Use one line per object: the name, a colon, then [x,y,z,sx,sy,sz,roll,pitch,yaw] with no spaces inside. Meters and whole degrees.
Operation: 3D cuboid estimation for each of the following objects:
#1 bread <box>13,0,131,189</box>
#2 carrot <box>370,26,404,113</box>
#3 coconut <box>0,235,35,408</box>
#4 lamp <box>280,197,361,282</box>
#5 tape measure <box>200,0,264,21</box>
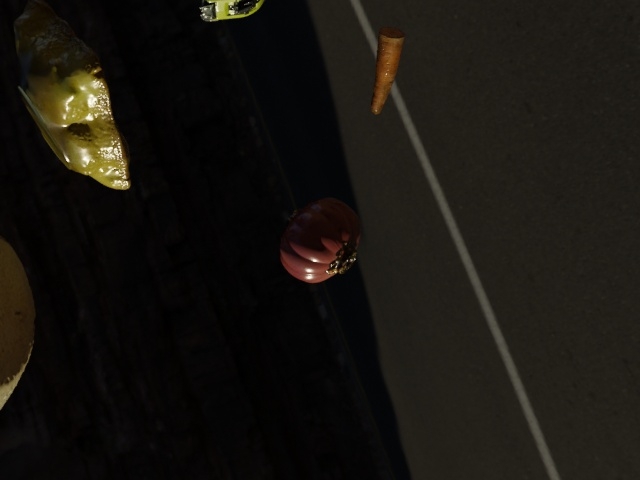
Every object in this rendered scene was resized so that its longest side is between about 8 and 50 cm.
bread: [-0.309,-0.162,0.780,0.160,0.088,0.233,50,158,28]
carrot: [0.151,-0.393,1.495,0.061,0.061,0.209,-124,32,-43]
coconut: [-0.615,0.133,0.844,0.415,0.415,0.344,56,168,43]
lamp: [0.000,0.000,0.751,0.092,0.107,0.107,39,152,20]
tape measure: [-0.219,-0.634,1.559,0.112,0.186,0.199,104,155,-69]
